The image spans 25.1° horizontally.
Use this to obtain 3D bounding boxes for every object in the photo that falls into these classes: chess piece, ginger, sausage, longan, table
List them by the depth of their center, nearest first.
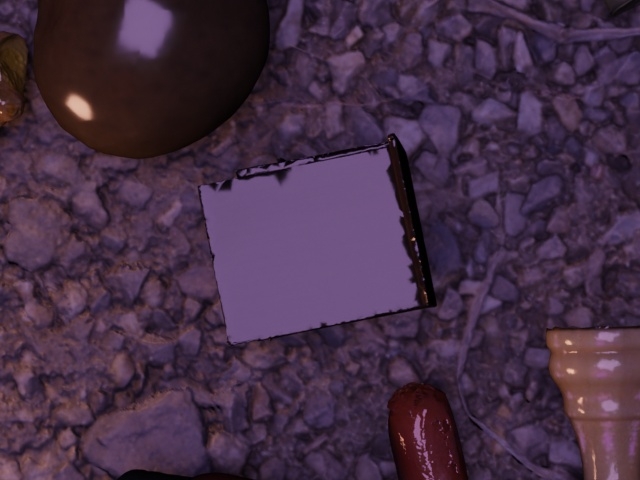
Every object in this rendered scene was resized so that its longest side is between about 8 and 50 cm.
[{"bbox_3d":[0.281,0.279,1.389,0.117,0.117,0.397,-1,87,6],"label":"chess piece"},{"bbox_3d":[0.000,0.000,1.406,0.193,0.169,0.172,-12,86,7],"label":"table"},{"bbox_3d":[-0.170,-0.200,1.410,0.246,0.215,0.246,-2,64,4],"label":"longan"},{"bbox_3d":[0.107,0.211,1.433,0.076,0.076,0.141,-14,89,5],"label":"sausage"},{"bbox_3d":[-0.419,-0.210,1.509,0.294,0.086,0.131,36,100,14],"label":"ginger"}]

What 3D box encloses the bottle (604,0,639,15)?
[{"bbox_3d":[0.275,-0.329,1.441,0.072,0.072,0.201,-28,85,4],"label":"bottle"}]

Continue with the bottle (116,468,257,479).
[{"bbox_3d":[-0.053,0.311,1.414,0.336,0.144,0.144,11,89,8],"label":"bottle"}]
